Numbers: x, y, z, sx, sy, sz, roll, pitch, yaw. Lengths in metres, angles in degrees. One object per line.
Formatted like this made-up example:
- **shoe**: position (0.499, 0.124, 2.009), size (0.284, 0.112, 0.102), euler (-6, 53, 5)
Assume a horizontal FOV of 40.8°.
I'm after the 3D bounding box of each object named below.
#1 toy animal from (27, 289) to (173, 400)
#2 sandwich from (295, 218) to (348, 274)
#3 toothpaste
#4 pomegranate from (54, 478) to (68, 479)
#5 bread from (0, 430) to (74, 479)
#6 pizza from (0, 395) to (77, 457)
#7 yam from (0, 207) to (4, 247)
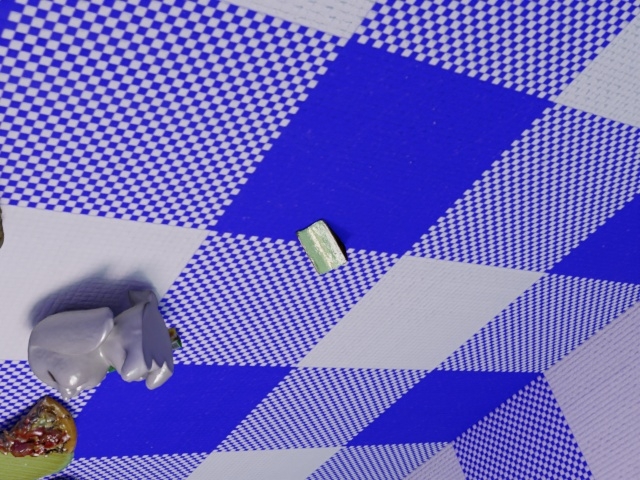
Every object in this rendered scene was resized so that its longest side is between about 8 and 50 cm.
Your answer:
- **toy animal**: position (-0.452, 0.210, 1.735), size (0.264, 0.206, 0.272), euler (-9, 168, 6)
- **sandwich**: position (0.000, 0.000, 1.814), size (0.074, 0.074, 0.116), euler (-25, 115, 10)
- **toothpaste**: position (-0.401, 0.245, 1.934), size (0.178, 0.037, 0.043), euler (-19, 151, -1)
- **pomegranate**: position (-0.710, 0.716, 2.408), size (0.114, 0.115, 0.142), euler (-39, 168, 28)
- **bread**: position (-0.778, 0.555, 2.183), size (0.301, 0.045, 0.301), euler (-12, 146, -8)
- **pizza**: position (-0.675, 0.473, 2.048), size (0.193, 0.053, 0.201), euler (-26, 134, -8)
- **yam**: position (-0.542, -0.087, 1.343), size (0.071, 0.067, 0.317), euler (-19, 151, -25)
